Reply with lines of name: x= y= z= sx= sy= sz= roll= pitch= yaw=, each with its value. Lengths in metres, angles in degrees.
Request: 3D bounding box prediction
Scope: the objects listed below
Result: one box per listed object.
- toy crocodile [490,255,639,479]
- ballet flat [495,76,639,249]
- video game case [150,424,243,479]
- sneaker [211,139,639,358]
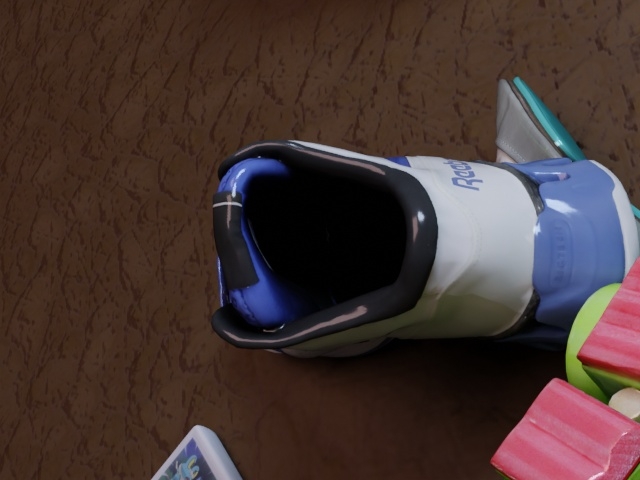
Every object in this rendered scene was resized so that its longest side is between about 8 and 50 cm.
toy crocodile: x=0.126 y=0.096 z=0.555 sx=0.115 sy=0.105 sz=0.340 roll=21 pitch=70 yaw=50
ballet flat: x=0.136 y=-0.017 z=0.723 sx=0.068 sy=0.072 sz=0.213 roll=-42 pitch=44 yaw=10
video game case: x=-0.093 y=0.248 z=0.832 sx=0.183 sy=0.023 sz=0.201 roll=-51 pitch=40 yaw=9
sneaker: x=0.001 y=0.000 z=0.720 sx=0.315 sy=0.182 sz=0.128 roll=-7 pitch=78 yaw=58
